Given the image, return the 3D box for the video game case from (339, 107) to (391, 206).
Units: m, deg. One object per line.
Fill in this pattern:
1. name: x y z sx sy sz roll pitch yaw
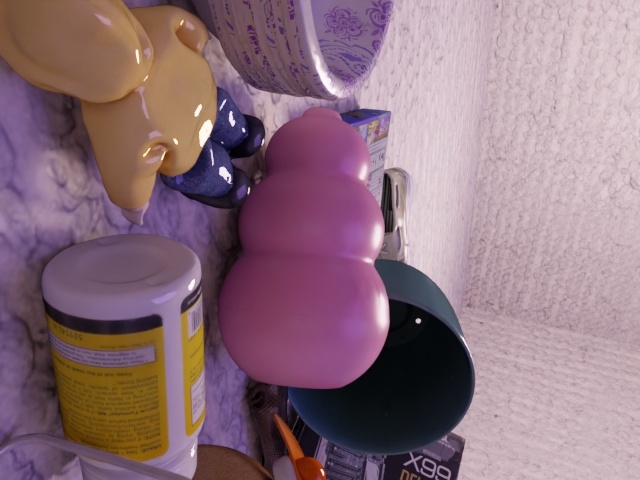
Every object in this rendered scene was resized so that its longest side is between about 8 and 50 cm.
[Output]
1. video game case: 0.043 -0.088 1.061 0.269 0.061 0.244 -35 135 -63

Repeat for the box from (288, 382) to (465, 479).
1. box: 0.090 0.410 1.136 0.242 0.307 0.076 -66 -172 -31

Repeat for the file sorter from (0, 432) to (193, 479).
1. file sorter: -0.182 0.315 0.469 0.173 0.192 0.278 -55 151 -55

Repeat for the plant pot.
1. plant pot: 0.099 0.164 1.065 0.235 0.293 0.293 -74 168 -65

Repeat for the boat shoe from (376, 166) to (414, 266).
1. boat shoe: 0.135 -0.006 1.348 0.094 0.109 0.302 -2 95 -55

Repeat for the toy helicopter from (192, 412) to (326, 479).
1. toy helicopter: -0.033 0.336 0.647 0.235 0.355 0.140 -54 155 -13

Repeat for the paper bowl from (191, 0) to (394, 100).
1. paper bowl: -0.027 -0.285 0.609 0.284 0.148 0.284 13 90 -71

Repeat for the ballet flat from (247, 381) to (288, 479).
1. ballet flat: -0.079 0.295 0.972 0.084 0.058 0.250 -90 -179 -48

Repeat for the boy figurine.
1. boy figurine: -0.135 -0.103 0.500 0.285 0.092 0.177 33 70 -69

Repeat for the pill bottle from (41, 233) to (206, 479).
1. pill bottle: -0.156 0.110 0.526 0.119 0.119 0.208 -44 141 -59

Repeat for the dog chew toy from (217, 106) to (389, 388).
1. dog chew toy: -0.012 0.004 0.769 0.206 0.206 0.332 24 71 -71
